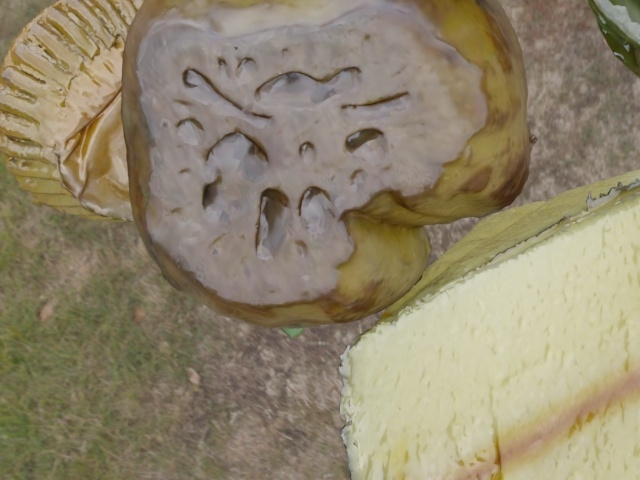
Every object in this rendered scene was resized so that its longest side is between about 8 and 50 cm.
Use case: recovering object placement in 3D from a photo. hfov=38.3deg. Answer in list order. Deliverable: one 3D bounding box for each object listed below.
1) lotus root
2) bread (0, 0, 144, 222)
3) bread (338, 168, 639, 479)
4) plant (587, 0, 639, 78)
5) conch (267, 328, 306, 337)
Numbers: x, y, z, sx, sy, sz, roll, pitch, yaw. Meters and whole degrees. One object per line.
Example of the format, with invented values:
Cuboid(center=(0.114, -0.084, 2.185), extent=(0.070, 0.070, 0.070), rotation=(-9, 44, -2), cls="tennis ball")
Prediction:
Cuboid(center=(0.005, -0.061, 0.638), extent=(0.316, 0.250, 0.316), rotation=(3, 103, 12), cls="lotus root")
Cuboid(center=(-0.198, -0.128, 0.902), extent=(0.240, 0.240, 0.139), rotation=(-54, 33, -8), cls="bread")
Cuboid(center=(0.184, 0.155, 0.781), extent=(0.242, 0.405, 0.346), rotation=(-13, 95, 31), cls="bread")
Cuboid(center=(0.185, -0.267, 0.684), extent=(0.333, 0.180, 0.251), rotation=(30, 107, 28), cls="plant")
Cuboid(center=(0.002, 0.001, 0.939), extent=(0.143, 0.137, 0.250), rotation=(36, 99, 31), cls="conch")
